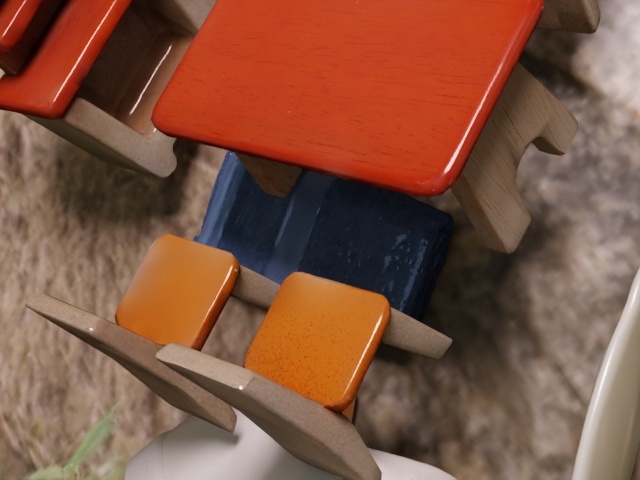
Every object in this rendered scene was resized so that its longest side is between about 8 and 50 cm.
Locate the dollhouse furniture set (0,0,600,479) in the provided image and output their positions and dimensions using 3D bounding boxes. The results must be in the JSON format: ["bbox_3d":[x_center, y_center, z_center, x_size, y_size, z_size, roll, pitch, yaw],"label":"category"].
[{"bbox_3d":[-0.035,-0.074,0.459,0.259,0.135,0.262,15,71,41],"label":"dollhouse furniture set"}]

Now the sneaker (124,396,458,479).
[{"bbox_3d":[0.011,0.148,0.409,0.123,0.106,0.290,-38,42,8],"label":"sneaker"}]

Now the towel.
[{"bbox_3d":[0.000,0.000,0.524,0.119,0.029,0.067,22,91,29],"label":"towel"}]

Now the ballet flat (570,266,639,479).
[{"bbox_3d":[0.188,0.025,0.365,0.182,0.164,0.482,35,100,45],"label":"ballet flat"}]
